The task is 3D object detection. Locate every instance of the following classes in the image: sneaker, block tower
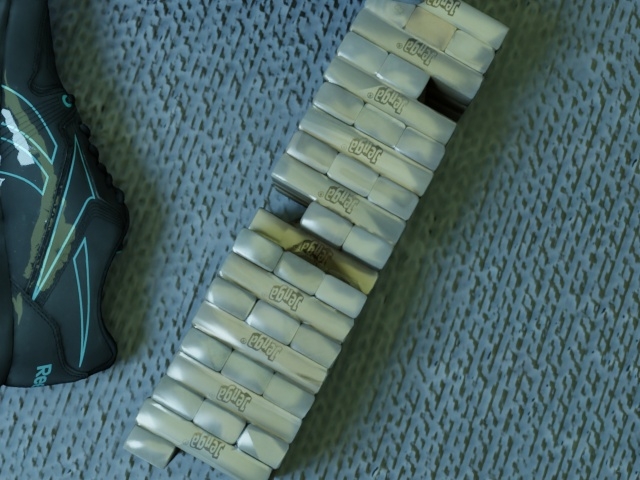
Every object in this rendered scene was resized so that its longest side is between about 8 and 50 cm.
[{"bbox_3d":[-0.181,-0.036,0.840,0.106,0.101,0.268,3,84,-23],"label":"sneaker"},{"bbox_3d":[0.000,0.000,0.828,0.097,0.091,0.336,29,86,3],"label":"block tower"}]

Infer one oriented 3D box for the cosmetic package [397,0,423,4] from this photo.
[{"bbox_3d":[-0.142,-0.301,0.759,0.453,0.161,0.230,13,92,13],"label":"cosmetic package"}]
